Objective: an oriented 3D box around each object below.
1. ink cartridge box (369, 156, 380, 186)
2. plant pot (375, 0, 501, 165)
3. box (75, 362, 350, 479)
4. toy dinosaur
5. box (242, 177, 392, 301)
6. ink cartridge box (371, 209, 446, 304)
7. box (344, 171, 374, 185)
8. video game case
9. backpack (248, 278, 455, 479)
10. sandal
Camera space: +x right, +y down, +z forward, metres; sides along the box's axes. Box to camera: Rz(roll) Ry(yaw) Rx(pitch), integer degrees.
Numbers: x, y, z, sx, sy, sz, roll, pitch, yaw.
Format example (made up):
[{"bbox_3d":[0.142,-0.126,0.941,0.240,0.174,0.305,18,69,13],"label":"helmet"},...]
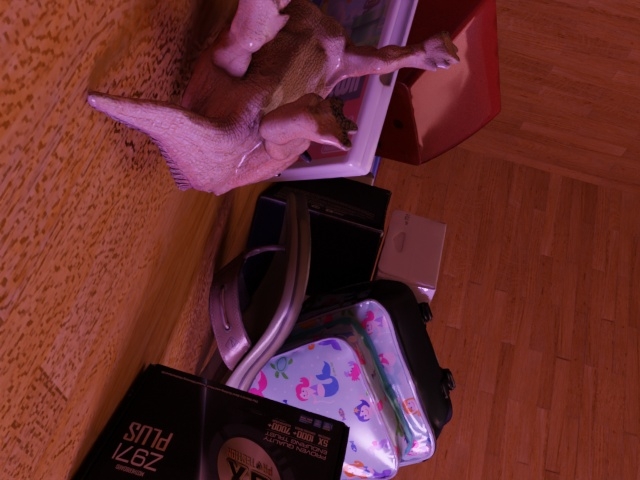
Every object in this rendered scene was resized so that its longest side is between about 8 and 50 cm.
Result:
[{"bbox_3d":[0.092,-0.285,1.599,0.270,0.151,0.395,101,4,-57],"label":"ink cartridge box"},{"bbox_3d":[0.152,-0.290,1.252,0.236,0.267,0.267,-52,143,-29],"label":"plant pot"},{"bbox_3d":[-0.081,0.192,0.530,0.147,0.180,0.078,-68,174,-59],"label":"box"},{"bbox_3d":[-0.044,-0.095,0.470,0.200,0.127,0.296,-28,-165,43],"label":"toy dinosaur"},{"bbox_3d":[-0.020,0.084,1.095,0.312,0.179,0.343,-57,162,-74],"label":"box"},{"bbox_3d":[0.107,0.075,0.961,0.140,0.082,0.191,-69,175,-46],"label":"ink cartridge box"},{"bbox_3d":[0.000,0.000,1.371,0.121,0.148,0.311,-63,170,-80],"label":"box"},{"bbox_3d":[0.012,-0.193,0.644,0.204,0.025,0.285,3,-106,55],"label":"video game case"},{"bbox_3d":[0.010,0.184,0.849,0.191,0.253,0.225,-30,101,-56],"label":"backpack"},{"bbox_3d":[-0.090,0.083,0.746,0.303,0.086,0.120,-61,-162,18],"label":"sandal"}]
